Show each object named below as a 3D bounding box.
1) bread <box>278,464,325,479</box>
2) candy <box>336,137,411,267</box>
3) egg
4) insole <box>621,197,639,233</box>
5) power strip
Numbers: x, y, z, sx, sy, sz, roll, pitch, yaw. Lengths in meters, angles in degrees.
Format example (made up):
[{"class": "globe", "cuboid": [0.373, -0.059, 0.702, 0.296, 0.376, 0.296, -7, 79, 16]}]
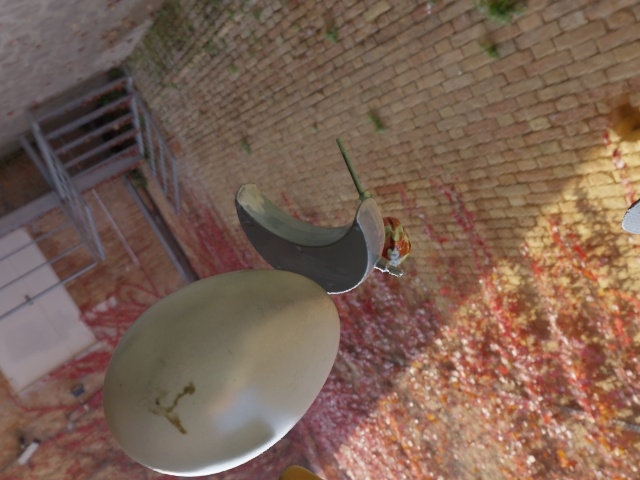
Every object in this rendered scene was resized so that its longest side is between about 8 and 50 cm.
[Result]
[{"class": "bread", "cuboid": [-0.020, 0.365, 0.566, 0.239, 0.111, 0.246, 30, -117, 35]}, {"class": "candy", "cuboid": [0.074, -0.071, 1.115, 0.084, 0.288, 0.078, -24, 149, 2]}, {"class": "egg", "cuboid": [-0.091, 0.124, 0.655, 0.264, 0.183, 0.183, -28, -170, -32]}, {"class": "insole", "cuboid": [0.444, -0.065, 0.749, 0.253, 0.086, 0.005, 118, -21, -60]}, {"class": "power strip", "cuboid": [0.000, 0.000, 0.905, 0.253, 0.168, 0.054, 12, -136, 31]}]
